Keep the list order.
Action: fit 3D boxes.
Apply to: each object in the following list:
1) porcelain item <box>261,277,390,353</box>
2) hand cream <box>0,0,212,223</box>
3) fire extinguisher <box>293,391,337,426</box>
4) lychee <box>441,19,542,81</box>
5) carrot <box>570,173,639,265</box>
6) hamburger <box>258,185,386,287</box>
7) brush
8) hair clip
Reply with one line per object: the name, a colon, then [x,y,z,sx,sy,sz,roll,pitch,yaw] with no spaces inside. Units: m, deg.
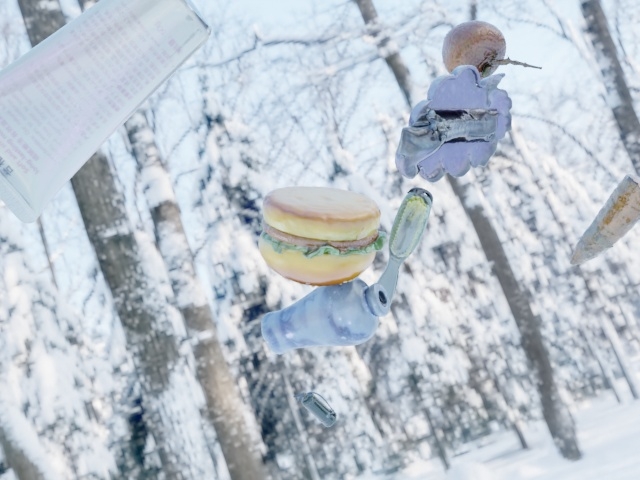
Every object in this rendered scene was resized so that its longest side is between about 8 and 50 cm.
porcelain item: [0.011,0.149,1.858,0.259,0.141,0.141,-18,-10,26]
hand cream: [-0.304,-0.201,1.215,0.359,0.185,0.118,-40,16,-1]
fire extinguisher: [-0.005,0.261,1.494,0.038,0.025,0.083,-34,-57,15]
lychee: [0.256,-0.303,1.515,0.114,0.101,0.140,-29,24,-25]
carrot: [0.661,-0.036,2.170,0.102,0.102,0.263,-4,-43,-52]
hamburger: [-0.002,0.000,1.767,0.246,0.169,0.246,6,19,-2]
brush: [0.165,0.030,1.993,0.068,0.296,0.060,19,23,2]
hair clip: [0.152,-0.122,1.000,0.195,0.052,0.124,-17,-55,-45]
